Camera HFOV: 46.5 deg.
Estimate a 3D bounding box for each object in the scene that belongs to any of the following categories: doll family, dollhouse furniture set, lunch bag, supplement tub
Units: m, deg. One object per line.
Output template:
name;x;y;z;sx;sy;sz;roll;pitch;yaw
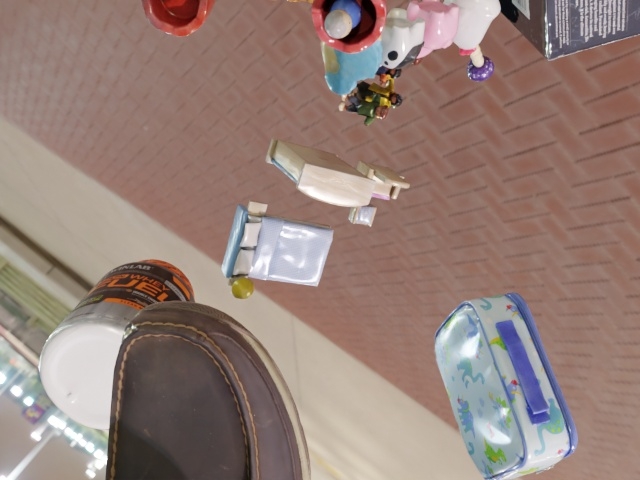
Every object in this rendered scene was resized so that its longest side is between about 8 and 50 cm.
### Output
doll family;0.117;-0.302;1.390;0.111;0.193;0.076;18;-177;19
dollhouse furniture set;0.000;0.000;1.386;0.286;0.303;0.198;11;-164;-24
lunch bag;0.230;0.186;0.944;0.176;0.090;0.219;107;150;-61
supplement tub;-0.342;0.166;1.338;0.207;0.207;0.338;43;-164;-11

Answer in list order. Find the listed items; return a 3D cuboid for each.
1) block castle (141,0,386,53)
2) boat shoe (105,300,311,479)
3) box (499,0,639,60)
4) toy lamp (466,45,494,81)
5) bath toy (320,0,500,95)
block castle;-0.049;-0.441;0.789;0.303;0.213;0.453;9;123;10
boat shoe;-0.076;0.218;0.480;0.132;0.130;0.355;-4;102;12
box;0.517;-0.513;1.419;0.296;0.294;0.182;-103;-2;-53
toy lamp;0.358;-0.481;1.784;0.080;0.080;0.275;28;173;26
bath toy;0.166;-0.356;1.307;0.151;0.348;0.129;39;142;37
